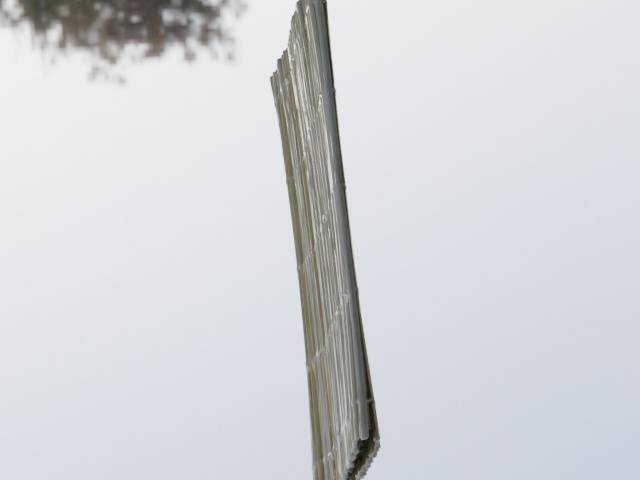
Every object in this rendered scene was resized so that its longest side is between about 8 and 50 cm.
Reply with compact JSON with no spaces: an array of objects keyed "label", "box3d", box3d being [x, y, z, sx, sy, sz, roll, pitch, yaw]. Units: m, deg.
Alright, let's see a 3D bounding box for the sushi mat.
[{"label":"sushi mat","box3d":[0.000,0.000,0.938,0.019,0.151,0.316,0,-116,-12]}]
